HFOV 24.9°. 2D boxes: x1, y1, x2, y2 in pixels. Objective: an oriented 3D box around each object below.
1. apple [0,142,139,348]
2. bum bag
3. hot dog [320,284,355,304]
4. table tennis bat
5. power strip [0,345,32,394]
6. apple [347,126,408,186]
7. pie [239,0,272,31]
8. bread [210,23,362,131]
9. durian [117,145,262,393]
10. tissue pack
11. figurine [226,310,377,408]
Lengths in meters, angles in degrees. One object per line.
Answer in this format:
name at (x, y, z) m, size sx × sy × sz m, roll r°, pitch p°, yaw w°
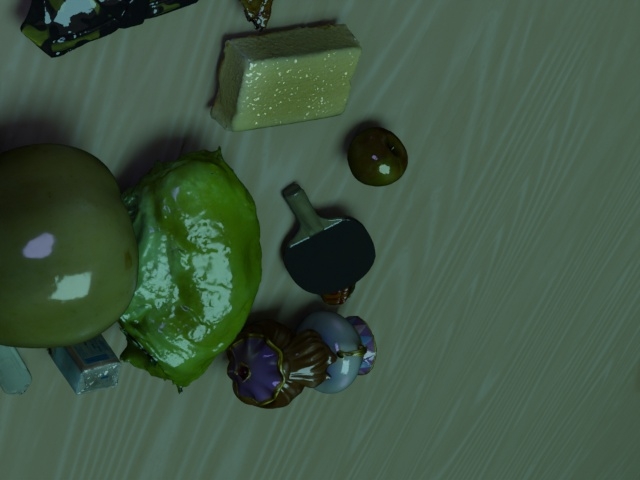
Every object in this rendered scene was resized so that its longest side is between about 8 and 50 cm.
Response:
apple at (-0.340, 0.008, 1.747) m, size 0.262 × 0.262 × 0.262 m, roll -24°, pitch 143°, yaw -20°
bum bag at (-0.238, -0.286, 1.669) m, size 0.232 × 0.060 × 0.106 m, roll -25°, pitch 134°, yaw -21°
hot dog at (0.032, 0.050, 2.309) m, size 0.062 × 0.038 × 0.144 m, roll -20°, pitch 141°, yaw -24°
table tennis bat at (0.000, 0.000, 2.205) m, size 0.138 × 0.022 × 0.246 m, roll -28°, pitch 136°, yaw 4°
power strip at (-0.445, 0.157, 2.012) m, size 0.048 × 0.030 × 0.191 m, roll -29°, pitch 144°, yaw -11°
apple at (0.084, -0.121, 2.117) m, size 0.090 × 0.089 × 0.074 m, roll -6°, pitch 152°, yaw -37°
pie at (-0.091, -0.341, 1.763) m, size 0.088 × 0.033 × 0.191 m, roll -50°, pitch 145°, yaw -10°
bread at (-0.045, -0.215, 1.913) m, size 0.188 × 0.068 × 0.125 m, roll -13°, pitch 138°, yaw -31°
durian at (-0.195, 0.040, 1.958) m, size 0.339 × 0.204 × 0.256 m, roll -48°, pitch 132°, yaw 12°
tissue pack at (-0.335, 0.168, 2.067) m, size 0.074 × 0.094 × 0.058 m, roll -10°, pitch 136°, yaw -36°
figurine at (-0.039, 0.188, 2.309) m, size 0.263 × 0.142 × 0.189 m, roll -8°, pitch 175°, yaw -39°
